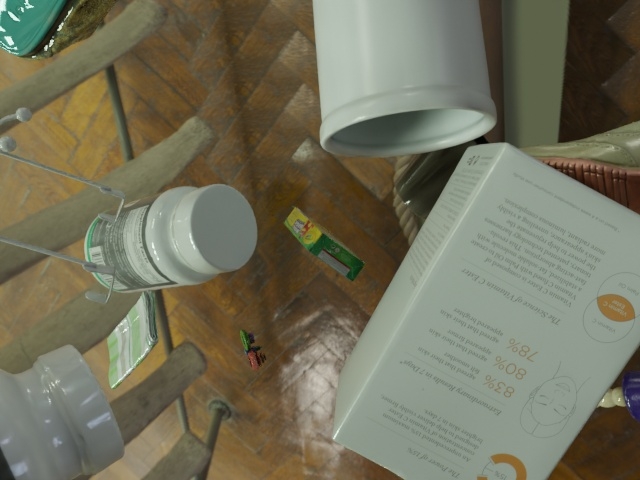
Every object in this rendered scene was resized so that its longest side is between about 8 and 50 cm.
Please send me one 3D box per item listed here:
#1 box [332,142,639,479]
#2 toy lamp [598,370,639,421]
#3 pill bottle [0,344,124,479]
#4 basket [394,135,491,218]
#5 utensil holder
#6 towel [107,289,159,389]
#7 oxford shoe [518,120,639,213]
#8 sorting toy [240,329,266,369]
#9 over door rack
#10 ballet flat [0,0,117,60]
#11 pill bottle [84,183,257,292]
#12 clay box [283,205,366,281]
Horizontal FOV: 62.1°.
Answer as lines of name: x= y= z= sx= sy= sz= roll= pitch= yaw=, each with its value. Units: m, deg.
box: x=0.188 y=0.094 z=0.594 sx=0.215 sy=0.168 sz=0.345 roll=28 pitch=100 yaw=-1
toy lamp: x=0.432 y=0.261 z=0.864 sx=0.275 sy=0.080 sz=0.080 roll=-26 pitch=100 yaw=45
pill bottle: x=-0.442 y=0.279 z=0.621 sx=0.210 sy=0.363 sz=0.210 roll=30 pitch=132 yaw=39
basket: x=0.307 y=-0.172 z=1.314 sx=0.204 sy=0.154 sz=0.227 roll=45 pitch=118 yaw=-8
utensil holder: x=0.144 y=-0.384 z=1.012 sx=0.328 sy=0.327 sz=0.385 roll=-7 pitch=86 yaw=21
towel: x=-0.329 y=0.171 z=0.918 sx=0.023 sy=0.113 sz=0.152 roll=23 pitch=123 yaw=-39
oxford shoe: x=0.498 y=-0.126 z=0.864 sx=0.397 sy=0.146 sz=0.140 roll=9 pitch=154 yaw=29
sorting toy: x=-0.156 y=0.256 z=1.261 sx=0.061 sy=0.042 sz=0.102 roll=127 pitch=125 yaw=-67
over door rack: x=-0.419 y=-0.080 z=0.753 sx=0.324 sy=0.239 sz=0.108 roll=33 pitch=111 yaw=-32
ballet flat: x=-0.218 y=-0.312 z=0.534 sx=0.348 sy=0.123 sz=0.123 roll=-29 pitch=98 yaw=32
pill bottle: x=-0.318 y=-0.001 z=1.125 sx=0.361 sy=0.204 sz=0.204 roll=-9 pitch=107 yaw=37
clay box: x=0.000 y=0.000 z=1.157 sx=0.127 sy=0.222 sz=0.053 roll=36 pitch=93 yaw=-26
